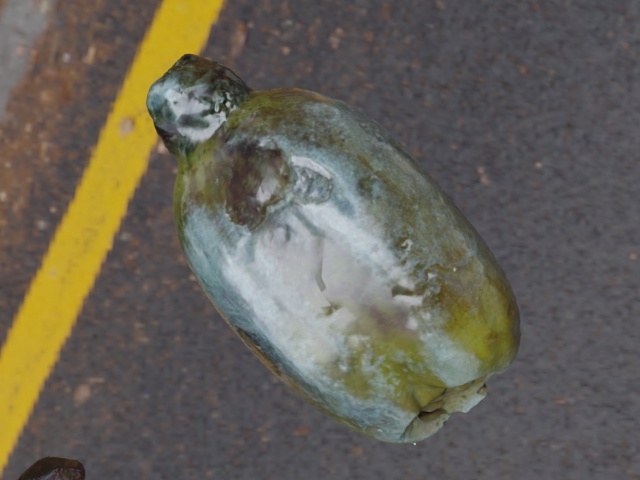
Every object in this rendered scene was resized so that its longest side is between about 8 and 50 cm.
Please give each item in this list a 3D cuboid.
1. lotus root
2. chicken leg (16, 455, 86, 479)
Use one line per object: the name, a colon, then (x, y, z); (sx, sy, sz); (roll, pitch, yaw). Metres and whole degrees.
lotus root: (0.000, 0.000, 0.617); (0.192, 0.088, 0.113); (48, 122, -1)
chicken leg: (-0.298, 0.223, 1.014); (0.083, 0.322, 0.177); (-53, 43, 41)
